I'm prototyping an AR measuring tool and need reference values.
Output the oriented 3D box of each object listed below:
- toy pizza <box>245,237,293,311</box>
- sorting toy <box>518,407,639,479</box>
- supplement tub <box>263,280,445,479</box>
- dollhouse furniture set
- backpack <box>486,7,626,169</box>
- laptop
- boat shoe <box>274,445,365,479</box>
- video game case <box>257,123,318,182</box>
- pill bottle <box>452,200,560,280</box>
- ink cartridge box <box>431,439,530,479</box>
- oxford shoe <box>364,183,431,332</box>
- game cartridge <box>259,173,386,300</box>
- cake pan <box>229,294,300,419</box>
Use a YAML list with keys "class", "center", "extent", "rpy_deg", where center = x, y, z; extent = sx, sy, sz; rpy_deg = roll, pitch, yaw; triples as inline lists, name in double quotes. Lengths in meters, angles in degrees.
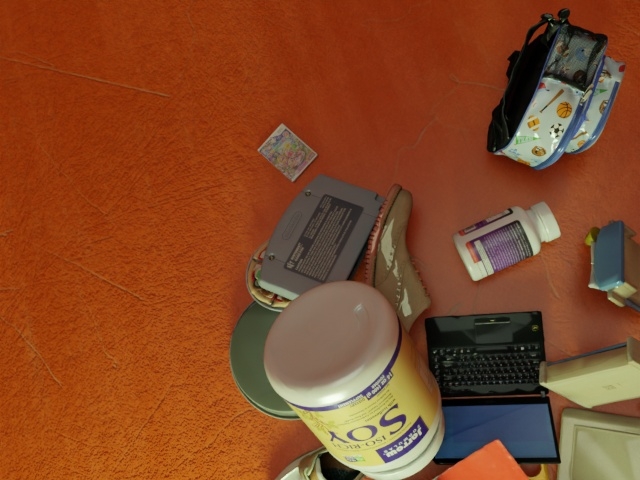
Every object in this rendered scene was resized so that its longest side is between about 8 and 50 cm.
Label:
- class: "toy pizza"
  center: [-0.069, 0.061, 1.436]
  extent: [0.201, 0.032, 0.201]
  rpy_deg: [-5, 57, 9]
- class: "sorting toy"
  center: [0.542, 0.427, 1.242]
  extent: [0.348, 0.047, 0.196]
  rpy_deg: [6, 76, 14]
- class: "supplement tub"
  center: [0.073, 0.257, 1.163]
  extent: [0.241, 0.331, 0.241]
  rpy_deg: [-19, 39, 17]
- class: "dollhouse furniture set"
  center: [0.586, 0.159, 1.263]
  extent: [0.286, 0.198, 0.303]
  rpy_deg: [29, 56, -21]
- class: "backpack"
  center: [0.450, -0.273, 1.302]
  extent: [0.213, 0.276, 0.263]
  rpy_deg: [28, 90, 4]
- class: "laptop"
  center: [0.325, 0.281, 1.272]
  extent: [0.234, 0.136, 0.264]
  rpy_deg: [-5, 89, 13]
- class: "boat shoe"
  center: [0.004, 0.474, 1.336]
  extent: [0.302, 0.103, 0.113]
  rpy_deg: [-37, 73, 5]
- class: "video game case"
  center: [-0.077, -0.205, 1.534]
  extent: [0.122, 0.011, 0.087]
  rpy_deg: [43, 92, 18]
- class: "pill bottle"
  center: [0.377, -0.003, 1.331]
  extent: [0.194, 0.108, 0.108]
  rpy_deg: [-25, 75, 9]
- class: "ink cartridge box"
  center: [0.256, 0.595, 1.181]
  extent: [0.385, 0.091, 0.308]
  rpy_deg: [-37, 90, 8]
- class: "oxford shoe"
  center: [0.163, 0.084, 1.363]
  extent: [0.147, 0.140, 0.396]
  rpy_deg: [9, 93, 12]
- class: "game cartridge"
  center: [0.000, 0.000, 1.410]
  extent: [0.198, 0.062, 0.297]
  rpy_deg: [19, 64, 21]
- class: "cake pan"
  center: [-0.070, 0.241, 1.426]
  extent: [0.293, 0.054, 0.293]
  rpy_deg: [-3, 78, 14]
